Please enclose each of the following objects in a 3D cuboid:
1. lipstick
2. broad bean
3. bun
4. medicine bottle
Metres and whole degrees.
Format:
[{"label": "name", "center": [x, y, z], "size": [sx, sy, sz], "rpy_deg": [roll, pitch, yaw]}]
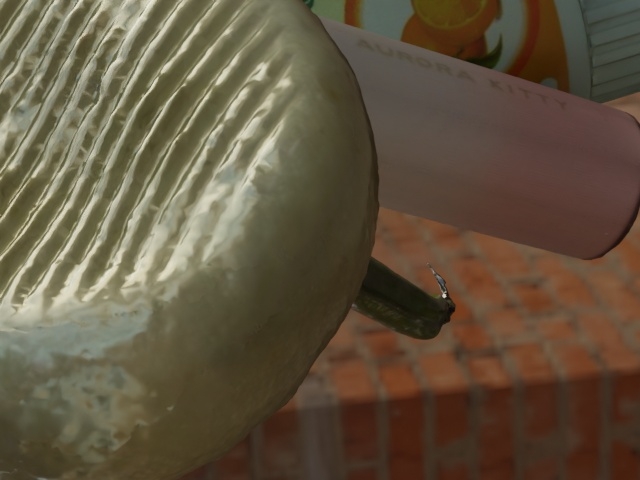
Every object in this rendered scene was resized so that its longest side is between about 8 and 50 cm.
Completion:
[{"label": "lipstick", "center": [0.012, -0.067, 1.006], "size": [0.087, 0.326, 0.087], "rpy_deg": [-42, 40, 50]}, {"label": "broad bean", "center": [0.005, 0.007, 1.470], "size": [0.318, 0.056, 0.098], "rpy_deg": [30, -163, -47]}, {"label": "bun", "center": [-0.078, -0.001, 0.642], "size": [0.222, 0.222, 0.127], "rpy_deg": [-104, -2, -46]}, {"label": "medicine bottle", "center": [0.035, -0.112, 1.150], "size": [0.158, 0.318, 0.158], "rpy_deg": [162, 90, -82]}]
